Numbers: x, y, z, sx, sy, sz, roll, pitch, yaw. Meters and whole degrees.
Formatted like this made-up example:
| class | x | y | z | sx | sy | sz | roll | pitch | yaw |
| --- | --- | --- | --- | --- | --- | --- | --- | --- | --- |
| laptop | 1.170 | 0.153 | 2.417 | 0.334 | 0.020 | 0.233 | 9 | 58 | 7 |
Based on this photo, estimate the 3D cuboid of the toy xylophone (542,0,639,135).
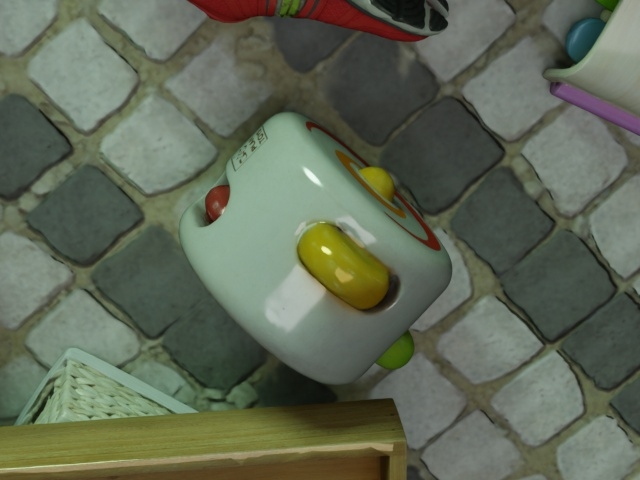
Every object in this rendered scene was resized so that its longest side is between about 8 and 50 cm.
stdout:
| class | x | y | z | sx | sy | sz | roll | pitch | yaw |
| --- | --- | --- | --- | --- | --- | --- | --- | --- | --- |
| toy xylophone | 0.277 | -0.240 | 1.026 | 0.236 | 0.081 | 0.322 | 31 | 105 | -18 |

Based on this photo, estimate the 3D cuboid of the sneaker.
| class | x | y | z | sx | sy | sz | roll | pitch | yaw |
| --- | --- | --- | --- | --- | --- | --- | --- | --- | --- |
| sneaker | -0.033 | -0.207 | 1.003 | 0.279 | 0.107 | 0.118 | 14 | 151 | -27 |

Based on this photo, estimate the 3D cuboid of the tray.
| class | x | y | z | sx | sy | sz | roll | pitch | yaw |
| --- | --- | --- | --- | --- | --- | --- | --- | --- | --- |
| tray | -0.140 | 0.242 | 1.066 | 0.411 | 0.076 | 0.202 | -3 | 114 | -5 |

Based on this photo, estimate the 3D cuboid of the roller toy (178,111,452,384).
| class | x | y | z | sx | sy | sz | roll | pitch | yaw |
| --- | --- | --- | --- | --- | --- | --- | --- | --- | --- |
| roller toy | 0.000 | 0.000 | 1.029 | 0.146 | 0.191 | 0.209 | -47 | 154 | 11 |

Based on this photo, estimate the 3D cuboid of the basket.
| class | x | y | z | sx | sy | sz | roll | pitch | yaw |
| --- | --- | --- | --- | --- | --- | --- | --- | --- | --- |
| basket | -0.173 | 0.189 | 1.135 | 0.167 | 0.103 | 0.113 | 30 | 106 | -18 |
